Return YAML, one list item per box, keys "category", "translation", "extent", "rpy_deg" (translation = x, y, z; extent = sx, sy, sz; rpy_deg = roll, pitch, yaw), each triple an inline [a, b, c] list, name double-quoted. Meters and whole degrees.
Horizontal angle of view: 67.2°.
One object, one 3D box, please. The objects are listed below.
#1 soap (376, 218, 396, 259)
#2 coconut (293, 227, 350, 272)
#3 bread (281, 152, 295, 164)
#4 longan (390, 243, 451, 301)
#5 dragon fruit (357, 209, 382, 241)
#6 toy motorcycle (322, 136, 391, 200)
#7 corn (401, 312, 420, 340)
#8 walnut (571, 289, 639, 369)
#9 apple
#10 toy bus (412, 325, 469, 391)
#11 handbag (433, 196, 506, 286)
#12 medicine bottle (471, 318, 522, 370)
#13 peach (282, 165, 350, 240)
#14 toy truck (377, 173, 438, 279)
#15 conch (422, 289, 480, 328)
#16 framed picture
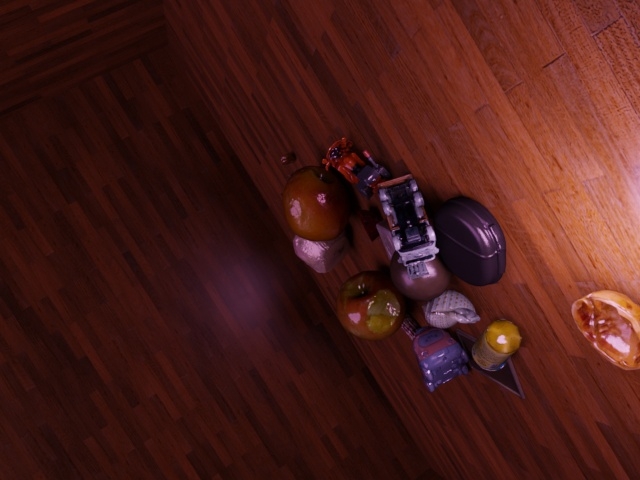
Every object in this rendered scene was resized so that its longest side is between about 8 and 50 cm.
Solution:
- category: "soap"
  translation: [0.307, 0.009, 1.979]
  extent: [0.121, 0.064, 0.183]
  rpy_deg: [34, 151, 62]
- category: "coconut"
  translation: [0.000, 0.000, 2.511]
  extent: [0.255, 0.297, 0.297]
  rpy_deg: [38, 159, 22]
- category: "bread"
  translation: [-0.175, -0.438, 2.596]
  extent: [0.081, 0.083, 0.046]
  rpy_deg: [-25, 84, 33]
- category: "longan"
  translation: [0.356, 0.104, 1.735]
  extent: [0.248, 0.248, 0.248]
  rpy_deg: [52, 164, 21]
- category: "dragon fruit"
  translation: [0.213, -0.089, 2.070]
  extent: [0.162, 0.083, 0.106]
  rpy_deg: [58, -179, -39]
- category: "toy motorcycle"
  translation: [0.134, -0.275, 1.841]
  extent: [0.221, 0.147, 0.326]
  rpy_deg: [41, -179, -40]
- category: "corn"
  translation: [0.454, 0.442, 2.371]
  extent: [0.237, 0.080, 0.079]
  rpy_deg: [50, 163, 20]
- category: "walnut"
  translation: [0.679, 0.188, 1.102]
  extent: [0.211, 0.087, 0.167]
  rpy_deg: [60, 159, -15]
- category: "apple"
  translation: [0.246, 0.318, 2.302]
  extent: [0.339, 0.340, 0.339]
  rpy_deg: [52, 164, 21]
- category: "toy bus"
  translation: [0.502, 0.498, 2.107]
  extent: [0.231, 0.197, 0.294]
  rpy_deg: [62, 177, 39]
- category: "handbag"
  translation: [0.451, 0.010, 1.460]
  extent: [0.254, 0.093, 0.307]
  rpy_deg: [43, 159, 47]
- category: "medicine bottle"
  translation: [0.599, 0.354, 1.639]
  extent: [0.124, 0.124, 0.238]
  rpy_deg: [51, 163, 26]
- category: "peach"
  translation: [-0.028, -0.158, 2.231]
  extent: [0.373, 0.289, 0.372]
  rpy_deg: [13, 132, 14]
- category: "toy truck"
  translation: [0.294, -0.038, 1.589]
  extent: [0.184, 0.133, 0.338]
  rpy_deg: [62, -166, -54]
- category: "conch"
  translation: [0.478, 0.245, 1.782]
  extent: [0.172, 0.200, 0.131]
  rpy_deg: [73, -166, -46]
- category: "framed picture"
  translation: [0.659, 0.477, 1.888]
  extent: [0.213, 0.016, 0.289]
  rpy_deg: [63, 164, -20]
